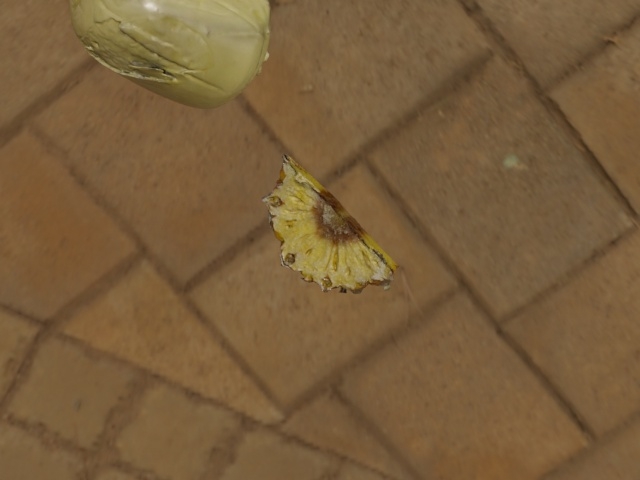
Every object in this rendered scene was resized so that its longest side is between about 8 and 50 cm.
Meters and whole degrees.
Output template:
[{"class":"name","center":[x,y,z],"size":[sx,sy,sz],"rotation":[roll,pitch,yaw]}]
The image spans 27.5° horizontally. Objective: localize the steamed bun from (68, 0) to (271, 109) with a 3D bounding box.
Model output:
[{"class":"steamed bun","center":[-0.185,-0.264,1.507],"size":[0.232,0.273,0.166],"rotation":[13,123,-24]}]

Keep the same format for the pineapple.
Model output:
[{"class":"pineapple","center":[0.000,0.000,0.652],"size":[0.083,0.019,0.045],"rotation":[43,113,9]}]
